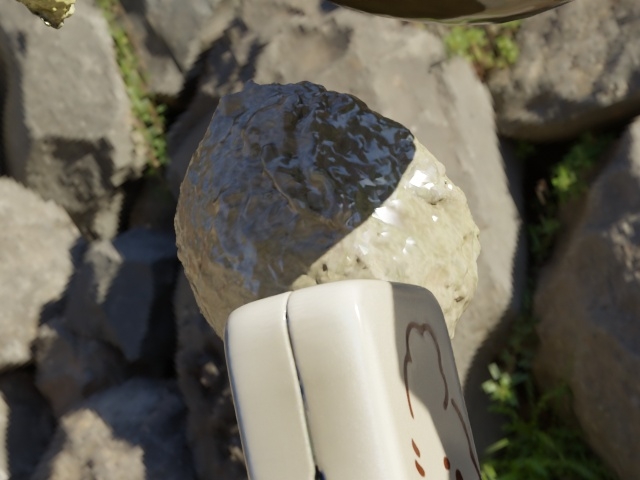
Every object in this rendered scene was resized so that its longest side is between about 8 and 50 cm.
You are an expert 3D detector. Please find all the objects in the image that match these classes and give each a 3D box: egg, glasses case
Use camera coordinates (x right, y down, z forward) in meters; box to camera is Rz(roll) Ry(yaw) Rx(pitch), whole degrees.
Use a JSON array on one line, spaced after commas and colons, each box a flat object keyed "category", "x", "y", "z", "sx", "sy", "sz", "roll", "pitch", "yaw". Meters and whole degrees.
[{"category": "egg", "x": 0.000, "y": 0.000, "z": 1.306, "sx": 0.279, "sy": 0.279, "sz": 0.310, "roll": -36, "pitch": 71, "yaw": -11}, {"category": "glasses case", "x": 0.041, "y": 0.189, "z": 0.709, "sx": 0.076, "sy": 0.336, "sz": 0.144, "roll": -16, "pitch": -9, "yaw": 21}]

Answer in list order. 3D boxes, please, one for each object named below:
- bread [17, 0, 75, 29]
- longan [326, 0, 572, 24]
[{"category": "bread", "x": -0.237, "y": -0.266, "z": 0.919, "sx": 0.133, "sy": 0.252, "sz": 0.174, "roll": -43, "pitch": 43, "yaw": 20}, {"category": "longan", "x": 0.082, "y": -0.326, "z": 1.045, "sx": 0.405, "sy": 0.336, "sz": 0.404, "roll": 6, "pitch": 23, "yaw": -3}]
